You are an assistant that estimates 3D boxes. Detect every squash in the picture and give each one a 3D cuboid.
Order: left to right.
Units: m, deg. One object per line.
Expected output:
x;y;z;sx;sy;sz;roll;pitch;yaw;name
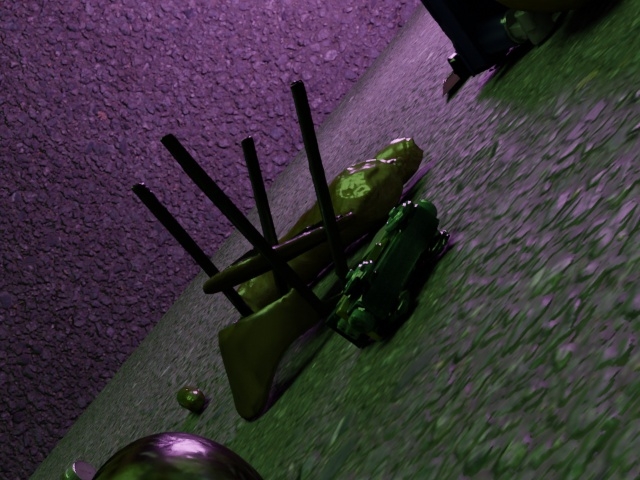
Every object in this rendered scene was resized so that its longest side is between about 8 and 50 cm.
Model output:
-0.148;0.182;1.255;0.027;0.027;0.083;-52;9;-12;squash

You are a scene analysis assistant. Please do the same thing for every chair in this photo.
-0.054;0.015;0.996;0.172;0.246;0.159;-28;-3;-25;chair

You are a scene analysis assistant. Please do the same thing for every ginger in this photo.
-0.002;-0.003;1.149;0.299;0.065;0.118;-42;-2;42;ginger

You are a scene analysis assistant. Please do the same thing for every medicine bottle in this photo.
-0.368;0.365;1.598;0.083;0.047;0.047;-49;7;16;medicine bottle

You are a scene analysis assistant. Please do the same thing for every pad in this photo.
0.213;-0.249;1.311;0.188;0.006;0.113;-46;7;18;pad

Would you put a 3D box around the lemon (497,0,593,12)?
0.197;-0.279;0.925;0.170;0.170;0.207;-51;3;1;lemon

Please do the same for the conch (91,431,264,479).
-0.071;0.179;0.475;0.181;0.124;0.187;-25;49;54;conch

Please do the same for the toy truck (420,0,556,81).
0.192;-0.279;1.116;0.177;0.161;0.213;-7;40;51;toy truck

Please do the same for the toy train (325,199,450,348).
0.047;0.023;0.795;0.122;0.050;0.081;-56;5;-32;toy train
